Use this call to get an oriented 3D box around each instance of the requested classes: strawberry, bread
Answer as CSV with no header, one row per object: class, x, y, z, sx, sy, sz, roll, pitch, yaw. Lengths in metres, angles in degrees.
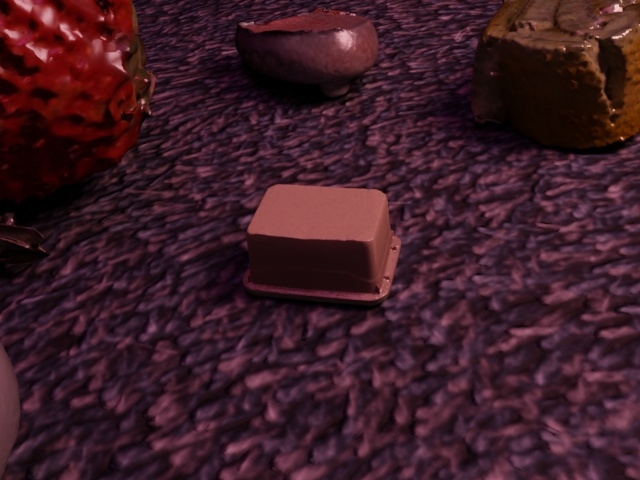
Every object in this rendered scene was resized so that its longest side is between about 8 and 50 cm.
strawberry,-0.336,-0.153,0.696,0.351,0.267,0.312,-24,2,-15
bread,0.265,-0.207,0.780,0.185,0.124,0.257,6,37,18

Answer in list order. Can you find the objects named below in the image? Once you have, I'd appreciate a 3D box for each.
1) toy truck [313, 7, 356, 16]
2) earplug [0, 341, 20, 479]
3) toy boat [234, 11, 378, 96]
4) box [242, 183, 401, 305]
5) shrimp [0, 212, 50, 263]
toy truck,0.023,-0.313,1.042,0.083,0.024,0.032,21,67,35
earplug,-0.300,0.095,0.423,0.325,0.175,0.214,-12,23,49
toy boat,-0.016,-0.233,0.912,0.155,0.085,0.227,-15,25,-25
box,0.000,0.000,0.592,0.122,0.062,0.089,3,38,15
shrimp,-0.386,0.020,0.641,0.295,0.058,0.169,5,45,21
